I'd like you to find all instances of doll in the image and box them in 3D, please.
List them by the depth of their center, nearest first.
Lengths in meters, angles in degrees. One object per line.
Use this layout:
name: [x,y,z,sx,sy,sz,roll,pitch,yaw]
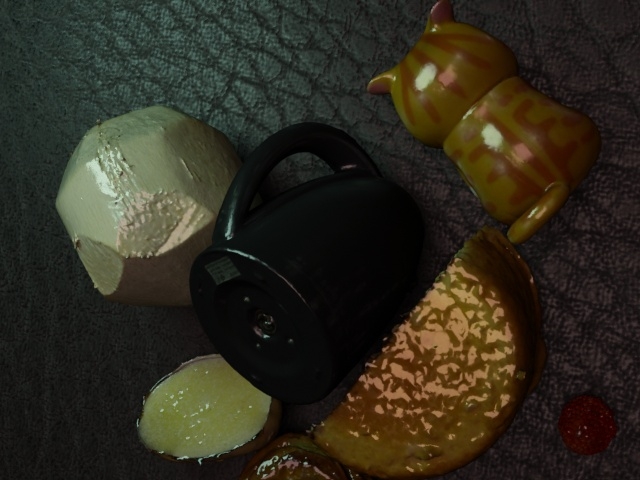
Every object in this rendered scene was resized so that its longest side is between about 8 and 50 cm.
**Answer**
doll: [0.203,-0.138,1.025,0.166,0.162,0.269,-47,75,10]

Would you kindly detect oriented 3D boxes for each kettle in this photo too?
kettle: [0.000,0.000,1.017,0.207,0.290,0.268,-16,110,50]

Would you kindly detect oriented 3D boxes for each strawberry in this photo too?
strawberry: [0.317,0.226,1.029,0.073,0.083,0.073,3,98,20]

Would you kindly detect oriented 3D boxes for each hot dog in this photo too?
hot dog: [-0.027,0.392,1.106,0.196,0.122,0.272,13,91,20]

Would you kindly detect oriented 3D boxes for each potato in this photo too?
potato: [-0.141,0.240,1.152,0.200,0.081,0.164,-10,48,19]

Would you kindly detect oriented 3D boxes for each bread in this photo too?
bread: [0.152,0.163,1.016,0.179,0.194,0.340,41,104,11]

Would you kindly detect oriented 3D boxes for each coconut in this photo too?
coconut: [-0.200,-0.028,1.097,0.245,0.245,0.247,-33,74,13]
